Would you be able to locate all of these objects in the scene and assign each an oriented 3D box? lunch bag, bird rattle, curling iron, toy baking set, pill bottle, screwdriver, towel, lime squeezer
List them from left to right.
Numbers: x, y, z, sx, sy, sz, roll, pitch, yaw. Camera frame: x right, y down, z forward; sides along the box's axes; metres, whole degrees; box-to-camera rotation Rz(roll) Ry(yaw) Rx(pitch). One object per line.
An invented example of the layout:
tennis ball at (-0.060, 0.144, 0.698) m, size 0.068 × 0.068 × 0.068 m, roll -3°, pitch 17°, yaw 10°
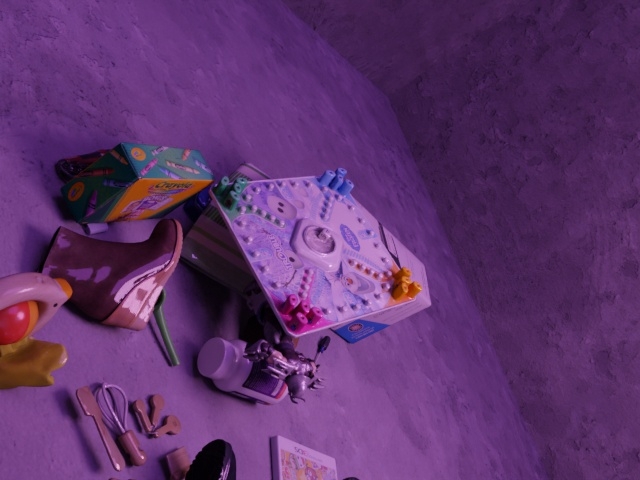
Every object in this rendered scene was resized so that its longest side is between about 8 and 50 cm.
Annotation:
bird rattle at (-0.448, 0.112, 0.832) m, size 0.143 × 0.207 × 0.253 m, roll 49°, pitch 10°, yaw 23°
curling iron at (-0.449, -0.163, 1.323) m, size 0.068 × 0.035 × 0.274 m, roll 61°, pitch 25°, yaw -7°
toy baking set at (-0.306, 0.335, 1.039) m, size 0.256 × 0.030 × 0.196 m, roll 38°, pitch 25°, yaw -50°
lime squeezer at (-0.327, 0.097, 1.260) m, size 0.110 × 0.059 × 0.310 m, roll 78°, pitch -1°, yaw -53°
lunch bag at (-0.278, -0.091, 1.529) m, size 0.067 × 0.065 × 0.098 m, roll 49°, pitch 27°, yaw -22°
pill bottle at (-0.157, 0.267, 1.300) m, size 0.193 × 0.108 × 0.108 m, roll 35°, pitch 34°, yaw -44°
towel at (-0.160, -0.021, 1.495) m, size 0.248 × 0.038 × 0.324 m, roll 33°, pitch 55°, yaw -8°
screwdriver at (-0.002, 0.302, 1.660) m, size 0.024 × 0.025 × 0.170 m, roll 54°, pitch 24°, yaw -12°

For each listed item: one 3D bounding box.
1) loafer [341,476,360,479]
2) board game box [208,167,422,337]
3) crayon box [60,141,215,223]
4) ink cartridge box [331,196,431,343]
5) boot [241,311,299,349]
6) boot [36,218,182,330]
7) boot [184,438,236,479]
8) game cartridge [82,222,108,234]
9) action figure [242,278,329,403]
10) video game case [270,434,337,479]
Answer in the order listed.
loafer at (0.103, 0.629, 1.393) m, size 0.078 × 0.076 × 0.223 m, roll -64°, pitch 131°, yaw -77°
board game box at (0.000, 0.000, 1.402) m, size 0.390 × 0.050 × 0.389 m, roll -10°, pitch 60°, yaw -42°
crayon box at (-0.353, -0.113, 1.261) m, size 0.081 × 0.165 × 0.278 m, roll 61°, pitch 20°, yaw 6°
ink cartridge box at (0.073, 0.084, 1.732) m, size 0.395 × 0.286 × 0.166 m, roll 40°, pitch 31°, yaw -34°
boot at (-0.083, 0.158, 1.502) m, size 0.115 × 0.112 × 0.305 m, roll 51°, pitch 52°, yaw -39°
boot at (-0.370, 0.022, 1.132) m, size 0.207 × 0.090 × 0.248 m, roll 34°, pitch 53°, yaw -29°
boot at (-0.143, 0.484, 1.053) m, size 0.207 × 0.094 × 0.246 m, roll 38°, pitch 52°, yaw -35°
game cartridge at (-0.448, -0.052, 1.222) m, size 0.083 × 0.017 × 0.056 m, roll 61°, pitch 21°, yaw 3°
action figure at (-0.080, 0.210, 1.273) m, size 0.185 × 0.099 × 0.285 m, roll 44°, pitch 16°, yaw -45°
video game case at (-0.024, 0.548, 1.334) m, size 0.206 × 0.026 × 0.226 m, roll 37°, pitch 32°, yaw -39°
